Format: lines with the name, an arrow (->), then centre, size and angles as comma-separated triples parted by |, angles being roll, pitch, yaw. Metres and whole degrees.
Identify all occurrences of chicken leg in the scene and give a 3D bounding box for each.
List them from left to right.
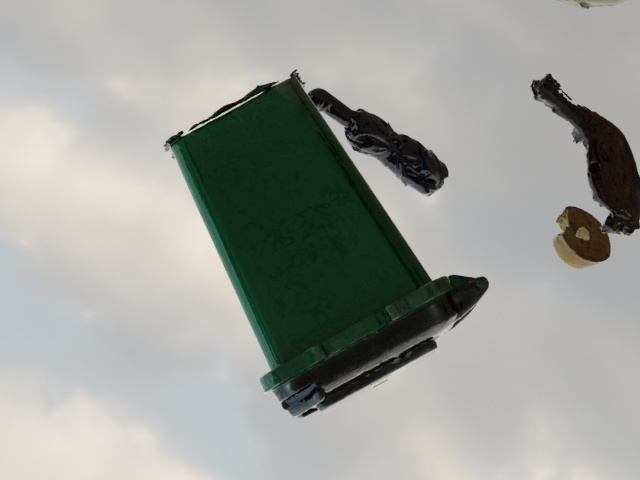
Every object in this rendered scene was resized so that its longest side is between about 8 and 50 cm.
chicken leg -> 0.369, -0.122, 1.997 | 0.106, 0.051, 0.253 | -40, -79, -36

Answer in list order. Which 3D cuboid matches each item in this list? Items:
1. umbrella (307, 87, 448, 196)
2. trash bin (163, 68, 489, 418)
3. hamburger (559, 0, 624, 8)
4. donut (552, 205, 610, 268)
umbrella -> 0.081, -0.144, 2.033 | 0.248, 0.071, 0.071 | 37, -147, -25
trash bin -> 0.000, 0.000, 1.823 | 0.381, 0.295, 0.259 | 61, 178, 7
hamburger -> 0.246, -0.326, 1.169 | 0.195, 0.318, 0.276 | -9, -93, -33
donut -> 0.407, 0.001, 2.305 | 0.097, 0.043, 0.108 | 35, -136, -9
